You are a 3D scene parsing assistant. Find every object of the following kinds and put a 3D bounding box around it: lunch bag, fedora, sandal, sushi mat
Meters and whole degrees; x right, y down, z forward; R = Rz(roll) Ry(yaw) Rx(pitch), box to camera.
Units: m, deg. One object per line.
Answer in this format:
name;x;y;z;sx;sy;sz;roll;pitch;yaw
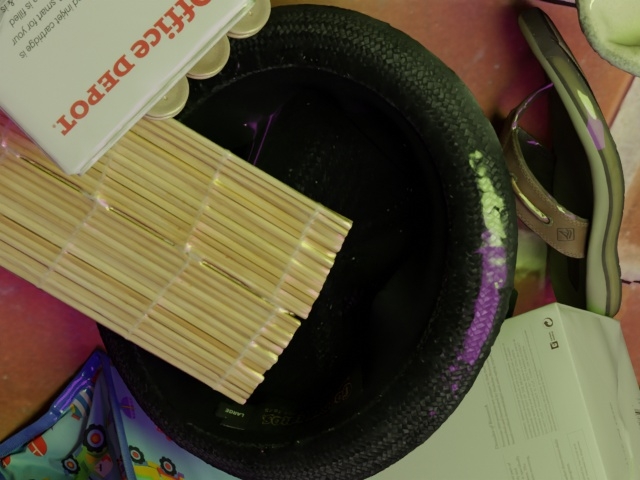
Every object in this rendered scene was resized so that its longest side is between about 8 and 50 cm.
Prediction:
lunch bag;-0.095;0.255;1.127;0.138;0.293;0.221;-43;132;6
fedora;0.000;0.000;1.061;0.334;0.334;0.152;-61;165;20
sandal;0.179;-0.038;1.189;0.086;0.120;0.303;-14;130;-2
sushi mat;-0.146;-0.028;0.967;0.316;0.019;0.151;30;110;-6

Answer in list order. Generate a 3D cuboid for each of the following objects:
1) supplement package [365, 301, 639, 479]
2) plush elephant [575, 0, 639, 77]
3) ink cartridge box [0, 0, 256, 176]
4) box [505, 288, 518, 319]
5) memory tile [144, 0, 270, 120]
supplement package;0.147;0.177;1.201;0.203;0.194;0.149;-22;161;26
plush elephant;0.230;-0.250;0.968;0.255;0.272;0.330;29;135;-26
ink cartridge box;-0.156;-0.161;0.864;0.153;0.087;0.208;-43;97;5
box;0.110;0.057;1.258;0.083;0.052;0.062;-7;126;-23
memory tile;-0.115;-0.154;0.937;0.148;0.012;0.113;43;76;-3
